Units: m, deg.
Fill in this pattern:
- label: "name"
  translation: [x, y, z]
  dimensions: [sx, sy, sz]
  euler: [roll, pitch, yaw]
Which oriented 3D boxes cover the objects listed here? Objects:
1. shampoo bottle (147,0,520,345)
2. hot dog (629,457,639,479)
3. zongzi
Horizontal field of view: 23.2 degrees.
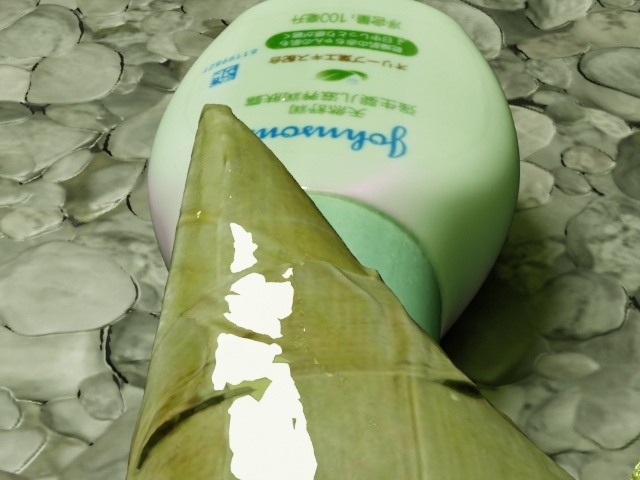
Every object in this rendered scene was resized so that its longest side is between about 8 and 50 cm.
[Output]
- label: "shampoo bottle"
  translation: [0.000, 0.000, 0.884]
  dimensions: [0.222, 0.151, 0.349]
  euler: [6, 39, 4]
- label: "hot dog"
  translation: [0.180, 0.144, 0.793]
  dimensions: [0.056, 0.041, 0.133]
  euler: [13, 39, 14]
- label: "zongzi"
  translation: [0.084, 0.125, 0.639]
  dimensions: [0.356, 0.174, 0.392]
  euler: [8, 61, 2]
